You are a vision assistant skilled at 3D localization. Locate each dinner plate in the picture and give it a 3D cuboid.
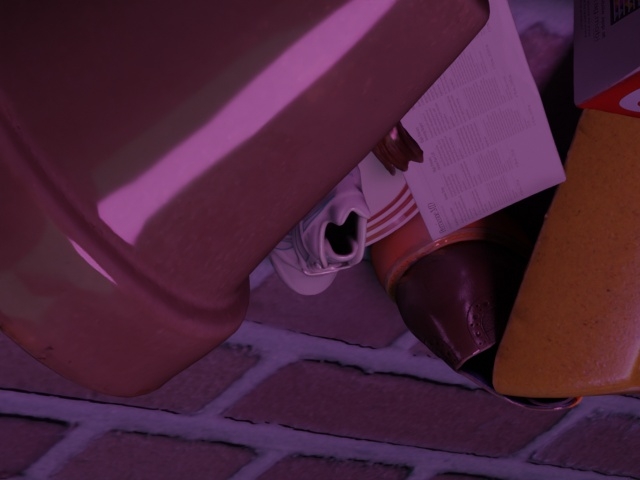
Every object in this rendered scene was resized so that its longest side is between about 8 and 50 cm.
[{"bbox_3d":[0.013,-0.032,1.227,0.141,0.017,0.141,-17,148,-11],"label":"dinner plate"}]

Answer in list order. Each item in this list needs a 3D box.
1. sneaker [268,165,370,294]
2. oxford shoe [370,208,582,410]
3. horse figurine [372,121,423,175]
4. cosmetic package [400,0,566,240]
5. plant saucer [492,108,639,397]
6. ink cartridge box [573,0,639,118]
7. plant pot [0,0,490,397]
[{"bbox_3d":[0.000,0.000,1.196,0.053,0.061,0.152,-14,150,-16],"label":"sneaker"},{"bbox_3d":[0.177,0.080,1.397,0.130,0.133,0.363,-40,145,27],"label":"oxford shoe"},{"bbox_3d":[-0.079,-0.069,1.040,0.263,0.066,0.174,-10,151,9],"label":"horse figurine"},{"bbox_3d":[0.073,-0.101,1.101,0.099,0.060,0.239,-26,144,2],"label":"cosmetic package"},{"bbox_3d":[0.311,-0.021,1.254,0.332,0.081,0.333,0,118,-33],"label":"plant saucer"},{"bbox_3d":[0.341,-0.146,1.011,0.309,0.130,0.272,9,162,-24],"label":"ink cartridge box"},{"bbox_3d":[-0.056,-0.095,0.799,0.229,0.263,0.263,-31,149,13],"label":"plant pot"}]
